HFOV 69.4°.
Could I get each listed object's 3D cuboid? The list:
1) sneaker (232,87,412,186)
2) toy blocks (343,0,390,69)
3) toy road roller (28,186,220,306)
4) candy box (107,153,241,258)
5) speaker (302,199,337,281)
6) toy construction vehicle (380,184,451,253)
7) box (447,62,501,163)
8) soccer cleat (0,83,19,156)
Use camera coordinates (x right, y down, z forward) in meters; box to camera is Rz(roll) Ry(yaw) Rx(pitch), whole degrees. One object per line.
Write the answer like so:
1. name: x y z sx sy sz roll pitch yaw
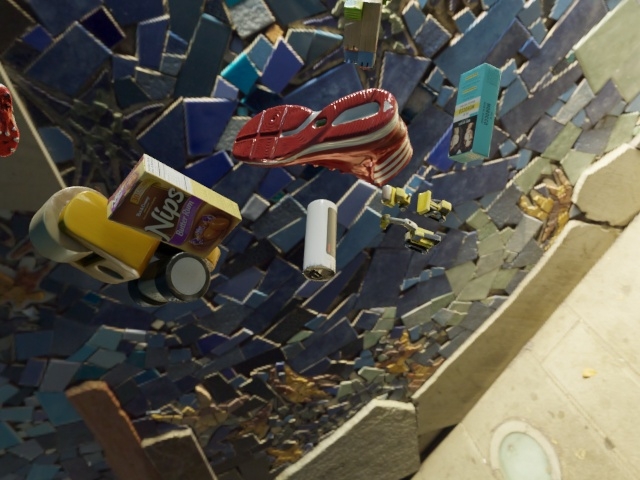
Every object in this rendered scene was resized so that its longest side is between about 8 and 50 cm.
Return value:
1. sneaker: 0.006 -0.101 0.569 0.221 0.128 0.087 1 63 32
2. toy blocks: 0.137 -0.676 1.438 0.261 0.190 0.382 93 -173 -51
3. toy road roller: -0.351 -0.026 0.908 0.202 0.329 0.241 -14 50 47
4. candy box: -0.238 -0.049 0.767 0.109 0.186 0.053 -44 43 19
5. speaker: 0.000 0.000 0.787 0.055 0.055 0.136 -42 36 47
6. toy construction vehicle: 0.124 -0.033 0.592 0.035 0.098 0.086 -47 24 56
7. box: 0.417 -0.341 1.254 0.100 0.060 0.245 -2 76 66
8. soccer cleat: -0.357 -0.135 0.516 0.035 0.029 0.083 40 129 34
